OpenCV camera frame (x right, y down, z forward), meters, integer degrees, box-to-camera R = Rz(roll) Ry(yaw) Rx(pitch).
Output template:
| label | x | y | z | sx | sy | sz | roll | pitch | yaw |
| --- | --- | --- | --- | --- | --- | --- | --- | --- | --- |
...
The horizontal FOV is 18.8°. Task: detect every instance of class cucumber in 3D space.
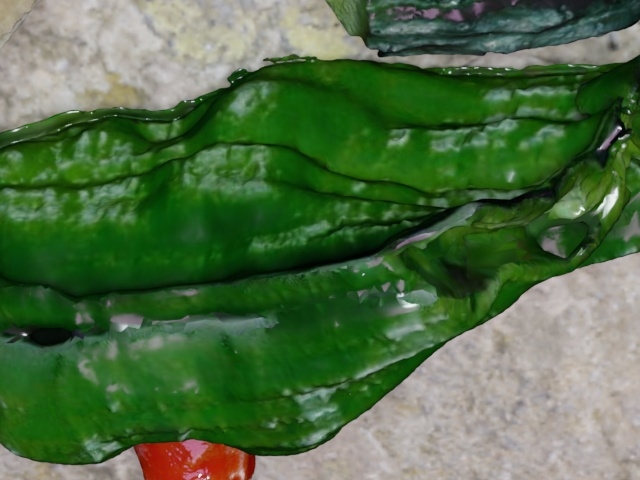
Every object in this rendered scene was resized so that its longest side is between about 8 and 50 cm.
| label | x | y | z | sx | sy | sz | roll | pitch | yaw |
| --- | --- | --- | --- | --- | --- | --- | --- | --- | --- |
| cucumber | 0.064 | -0.152 | 0.918 | 0.193 | 0.115 | 0.086 | 2 | 160 | -12 |

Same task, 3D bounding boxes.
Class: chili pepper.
| label | x | y | z | sx | sy | sz | roll | pitch | yaw |
| --- | --- | --- | --- | --- | --- | --- | --- | --- | --- |
| chili pepper | -0.080 | 0.097 | 1.095 | 0.073 | 0.070 | 0.123 | -33 | 120 | -32 |
| chili pepper | 0.002 | 0.011 | 0.965 | 0.385 | 0.213 | 0.167 | -12 | 128 | 6 |

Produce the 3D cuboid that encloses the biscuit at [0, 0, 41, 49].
| label | x | y | z | sx | sy | sz | roll | pitch | yaw |
| --- | --- | --- | --- | --- | --- | --- | --- | --- | --- |
| biscuit | -0.279 | -0.230 | 0.789 | 0.078 | 0.144 | 0.426 | 1 | 140 | 52 |
